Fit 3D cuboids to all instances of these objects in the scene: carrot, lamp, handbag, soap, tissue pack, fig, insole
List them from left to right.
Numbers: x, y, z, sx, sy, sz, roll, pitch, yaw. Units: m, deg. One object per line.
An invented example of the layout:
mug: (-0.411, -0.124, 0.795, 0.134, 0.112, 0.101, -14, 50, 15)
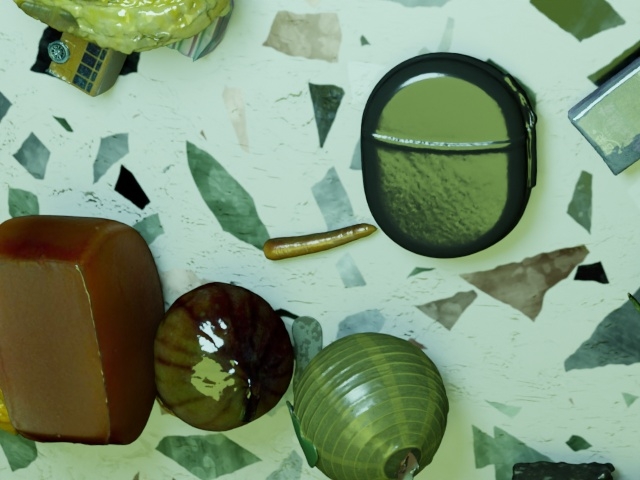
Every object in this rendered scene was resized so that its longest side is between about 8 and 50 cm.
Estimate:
soap: (-0.179, -0.342, 1.463, 0.100, 0.056, 0.149, 26, 116, 5)
fig: (-0.147, 0.183, 1.590, 0.235, 0.235, 0.214, 44, 147, -7)
insole: (-0.018, 0.212, 1.693, 0.065, 0.006, 0.194, 1, 113, 14)
carrot: (0.000, 0.000, 1.584, 0.190, 0.037, 0.037, -11, 110, 14)
lamp: (0.089, 0.274, 1.544, 0.250, 0.284, 0.250, -12, 123, -19)
handbag: (0.181, -0.117, 1.453, 0.253, 0.093, 0.308, 1, 113, 14)
tissue pack: (0.433, -0.178, 1.389, 0.156, 0.051, 0.112, -38, 97, 25)

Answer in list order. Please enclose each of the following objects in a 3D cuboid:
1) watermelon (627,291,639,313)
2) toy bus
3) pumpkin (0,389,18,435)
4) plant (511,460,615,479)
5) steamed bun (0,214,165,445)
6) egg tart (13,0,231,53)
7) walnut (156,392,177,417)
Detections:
watermelon: (0.551, 0.074, 1.392, 0.214, 0.188, 0.188, -33, 102, 18)
toy bus: (-0.322, -0.313, 1.492, 0.103, 0.091, 0.182, 31, 117, 1)
pumpkin: (-0.569, 0.258, 1.813, 0.253, 0.149, 0.130, 11, 155, 11)
plant: (0.447, 0.457, 1.583, 0.320, 0.194, 0.182, 7, 118, 14)
steamed bun: (-0.378, 0.132, 1.612, 0.234, 0.248, 0.380, 1, 112, 17)
egg tart: (-0.292, -0.425, 1.347, 0.339, 0.153, 0.352, 0, 84, 7)
walnut: (-0.240, 0.240, 1.734, 0.091, 0.052, 0.121, 6, 110, 13)
